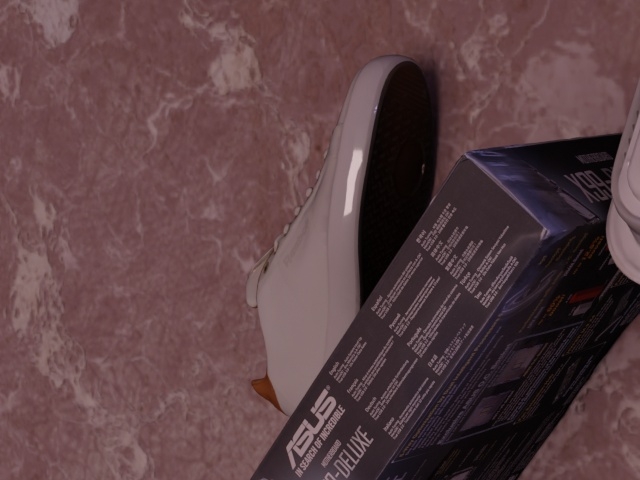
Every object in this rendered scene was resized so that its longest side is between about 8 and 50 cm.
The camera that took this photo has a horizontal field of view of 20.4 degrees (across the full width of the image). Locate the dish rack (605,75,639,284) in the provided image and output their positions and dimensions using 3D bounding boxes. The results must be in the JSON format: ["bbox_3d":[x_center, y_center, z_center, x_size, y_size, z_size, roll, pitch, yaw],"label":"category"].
[{"bbox_3d":[0.303,-0.127,0.957,0.285,0.072,0.333,1,58,37],"label":"dish rack"}]

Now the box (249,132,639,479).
[{"bbox_3d":[0.101,0.075,1.138,0.076,0.242,0.307,45,120,24],"label":"box"}]

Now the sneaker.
[{"bbox_3d":[0.000,0.000,1.286,0.123,0.106,0.290,19,108,31],"label":"sneaker"}]
